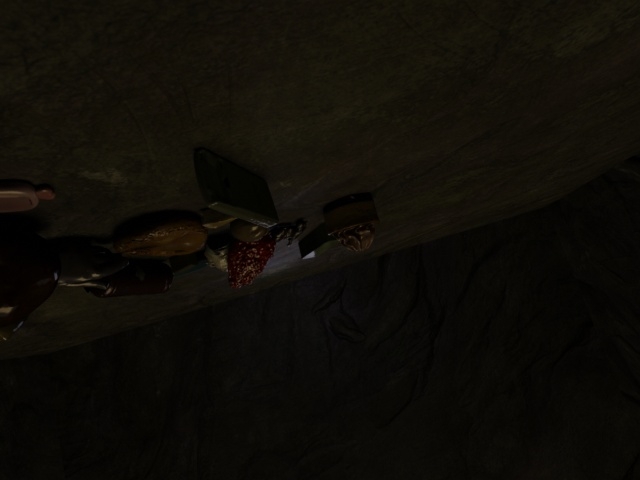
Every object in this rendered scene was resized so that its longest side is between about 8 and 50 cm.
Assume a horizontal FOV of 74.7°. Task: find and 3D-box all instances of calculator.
[{"bbox_3d":[-0.467,0.092,1.585,0.210,0.039,0.121,-18,-174,14],"label":"calculator"},{"bbox_3d":[-0.564,-0.074,0.739,0.166,0.024,0.103,-9,167,-28],"label":"calculator"}]

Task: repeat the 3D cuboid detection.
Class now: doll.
[{"bbox_3d":[-0.121,-0.029,1.521,0.139,0.057,0.165,-2,154,-46],"label":"doll"}]

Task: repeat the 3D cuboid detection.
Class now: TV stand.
[{"bbox_3d":[0.000,0.000,1.761,0.088,0.082,0.269,-8,167,-28],"label":"TV stand"}]

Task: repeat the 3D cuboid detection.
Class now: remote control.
[{"bbox_3d":[-0.176,-0.103,0.903,0.038,0.123,0.285,-22,170,16],"label":"remote control"}]

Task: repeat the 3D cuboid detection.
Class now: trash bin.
[{"bbox_3d":[-0.487,0.078,1.501,0.092,0.060,0.043,-21,168,20],"label":"trash bin"}]

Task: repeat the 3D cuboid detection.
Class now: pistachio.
[{"bbox_3d":[-0.199,-0.050,1.189,0.149,0.113,0.113,-18,170,37],"label":"pistachio"}]

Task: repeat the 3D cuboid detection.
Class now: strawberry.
[{"bbox_3d":[-0.235,0.059,1.381,0.098,0.228,0.174,25,171,29],"label":"strawberry"}]

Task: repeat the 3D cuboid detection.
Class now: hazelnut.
[{"bbox_3d":[-0.670,0.073,0.857,0.218,0.218,0.234,-25,166,38],"label":"hazelnut"}]

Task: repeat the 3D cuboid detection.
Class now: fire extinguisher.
[{"bbox_3d":[-0.639,0.131,1.377,0.135,0.114,0.337,24,-173,25],"label":"fire extinguisher"}]

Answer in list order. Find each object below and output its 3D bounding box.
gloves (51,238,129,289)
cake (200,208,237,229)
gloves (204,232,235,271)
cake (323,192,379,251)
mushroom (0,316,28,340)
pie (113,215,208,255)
[{"bbox_3d":[-0.638,0.065,1.064,0.286,0.142,0.119,-6,-168,-43],"label":"gloves"},{"bbox_3d":[-0.258,-0.071,1.116,0.121,0.052,0.065,-20,166,23],"label":"cake"},{"bbox_3d":[-0.329,0.054,1.460,0.128,0.111,0.212,-37,150,-16],"label":"gloves"},{"bbox_3d":[0.114,-0.048,1.445,0.185,0.178,0.207,-15,166,1],"label":"cake"},{"bbox_3d":[-1.098,0.242,1.322,0.292,0.212,0.217,-31,-150,14],"label":"mushroom"},{"bbox_3d":[-0.435,-0.004,1.150,0.274,0.069,0.273,-15,167,-4],"label":"pie"}]
